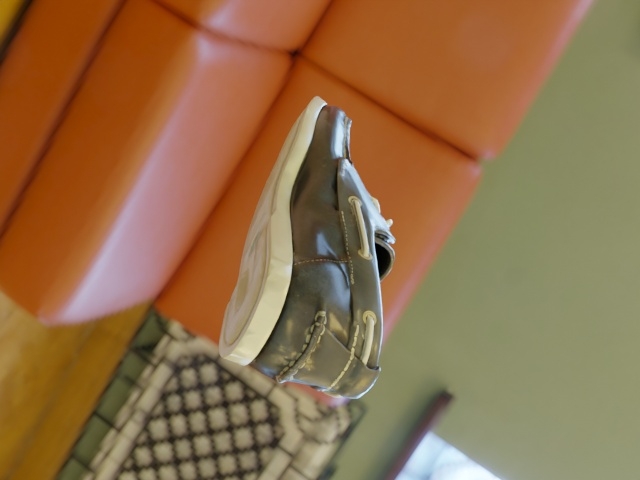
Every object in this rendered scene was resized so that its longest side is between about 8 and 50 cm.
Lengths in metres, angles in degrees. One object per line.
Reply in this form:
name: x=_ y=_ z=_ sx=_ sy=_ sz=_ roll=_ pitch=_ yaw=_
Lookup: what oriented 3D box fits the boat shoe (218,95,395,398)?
boat shoe: x=0.000 y=0.000 z=0.782 sx=0.233 sy=0.079 sz=0.084 roll=-84 pitch=-163 yaw=-57
